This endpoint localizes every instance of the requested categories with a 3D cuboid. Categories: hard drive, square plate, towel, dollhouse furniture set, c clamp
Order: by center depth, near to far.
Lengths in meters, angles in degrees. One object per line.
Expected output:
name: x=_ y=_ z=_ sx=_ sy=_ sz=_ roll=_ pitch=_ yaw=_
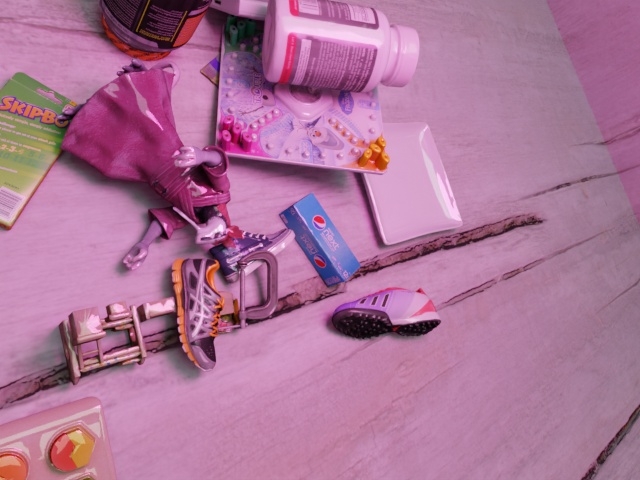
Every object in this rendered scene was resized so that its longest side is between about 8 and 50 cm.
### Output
dollhouse furniture set: x=-0.300 y=0.152 z=0.743 sx=0.182 sy=0.161 sz=0.101 roll=-11 pitch=81 yaw=-37
c clamp: x=-0.137 y=0.097 z=0.916 sx=0.137 sy=0.022 sz=0.160 roll=6 pitch=88 yaw=-39
towel: x=-0.235 y=-0.394 z=1.077 sx=0.060 sy=0.009 sz=0.083 roll=43 pitch=55 yaw=-16
hard drive: x=-0.112 y=-0.561 z=1.126 sx=0.308 sy=0.040 sz=0.203 roll=-11 pitch=36 yaw=-38
square plate: x=0.240 y=-0.172 z=1.323 sx=0.348 sy=0.049 sz=0.343 roll=-12 pitch=81 yaw=-38

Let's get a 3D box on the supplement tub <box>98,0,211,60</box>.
supplement tub: x=-0.299 y=-0.494 z=0.868 sx=0.194 sy=0.316 sz=0.193 roll=14 pitch=66 yaw=-33

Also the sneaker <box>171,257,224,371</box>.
sneaker: x=-0.215 y=0.130 z=0.848 sx=0.083 sy=0.084 sz=0.214 roll=-12 pitch=80 yaw=-4

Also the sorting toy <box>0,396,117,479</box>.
sorting toy: x=-0.403 y=0.360 z=0.676 sx=0.193 sy=0.038 sz=0.208 roll=-10 pitch=80 yaw=-38

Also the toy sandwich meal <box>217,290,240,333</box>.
toy sandwich meal: x=-0.191 y=0.140 z=0.912 sx=0.086 sy=0.029 sz=0.085 roll=13 pitch=67 yaw=-32

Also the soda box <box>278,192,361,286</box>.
soda box: x=0.000 y=0.000 z=1.075 sx=0.071 sy=0.067 sz=0.210 roll=-39 pitch=99 yaw=-39

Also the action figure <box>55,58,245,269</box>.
action figure: x=-0.283 y=-0.124 z=0.867 sx=0.370 sy=0.248 sz=0.275 roll=48 pitch=20 yaw=-15

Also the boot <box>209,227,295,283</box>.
boot: x=-0.138 y=0.004 z=0.971 sx=0.190 sy=0.069 sz=0.086 roll=-39 pitch=104 yaw=-37

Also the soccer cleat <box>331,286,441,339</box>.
soccer cleat: x=0.153 y=0.166 z=1.122 sx=0.319 sy=0.108 sz=0.116 roll=7 pitch=50 yaw=-33

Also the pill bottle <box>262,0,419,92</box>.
pill bottle: x=0.043 y=-0.418 z=1.004 sx=0.319 sy=0.176 sz=0.176 roll=2 pitch=72 yaw=-16

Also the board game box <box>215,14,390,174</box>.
board game box: x=-0.035 y=-0.348 z=1.077 sx=0.391 sy=0.050 sz=0.389 roll=5 pitch=64 yaw=-15

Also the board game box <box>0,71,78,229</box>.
board game box: x=-0.514 y=-0.157 z=0.775 sx=0.124 sy=0.039 sz=0.259 roll=31 pitch=61 yaw=-25
